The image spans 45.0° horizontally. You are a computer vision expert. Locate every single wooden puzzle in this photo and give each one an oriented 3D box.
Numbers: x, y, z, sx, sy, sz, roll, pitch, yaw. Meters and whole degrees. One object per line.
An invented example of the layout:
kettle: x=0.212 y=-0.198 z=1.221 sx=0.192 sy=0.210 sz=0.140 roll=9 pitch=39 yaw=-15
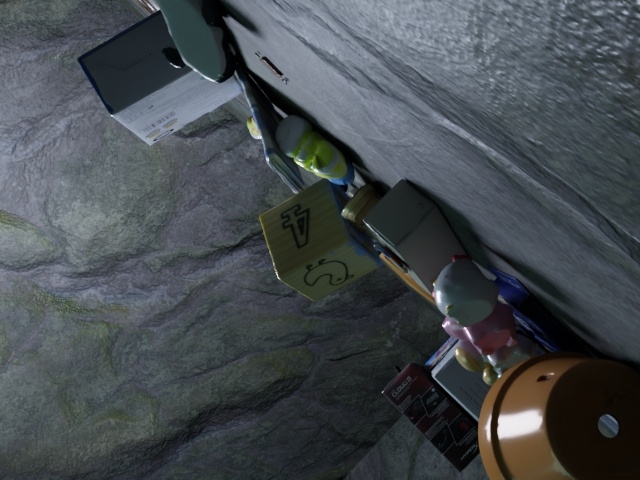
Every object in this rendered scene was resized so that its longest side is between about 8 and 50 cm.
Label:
wooden puzzle: x=0.132 y=0.032 z=1.429 sx=0.078 sy=0.014 sz=0.116 roll=40 pitch=179 yaw=7
wooden puzzle: x=-0.094 y=-0.330 z=1.477 sx=0.083 sy=0.006 sz=0.049 roll=43 pitch=179 yaw=-17

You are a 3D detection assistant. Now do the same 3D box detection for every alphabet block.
alphabet block: x=0.000 y=0.000 z=1.838 sx=0.192 sy=0.197 sz=0.194 roll=38 pitch=-152 yaw=-53

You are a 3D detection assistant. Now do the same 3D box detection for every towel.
towel: x=-0.120 y=-0.257 z=1.816 sx=0.209 sy=0.034 sz=0.285 roll=46 pitch=-160 yaw=-62

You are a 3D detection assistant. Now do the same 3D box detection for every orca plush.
orca plush: x=-0.234 y=-0.402 z=1.423 sx=0.287 sy=0.151 sz=0.102 roll=40 pitch=-151 yaw=21

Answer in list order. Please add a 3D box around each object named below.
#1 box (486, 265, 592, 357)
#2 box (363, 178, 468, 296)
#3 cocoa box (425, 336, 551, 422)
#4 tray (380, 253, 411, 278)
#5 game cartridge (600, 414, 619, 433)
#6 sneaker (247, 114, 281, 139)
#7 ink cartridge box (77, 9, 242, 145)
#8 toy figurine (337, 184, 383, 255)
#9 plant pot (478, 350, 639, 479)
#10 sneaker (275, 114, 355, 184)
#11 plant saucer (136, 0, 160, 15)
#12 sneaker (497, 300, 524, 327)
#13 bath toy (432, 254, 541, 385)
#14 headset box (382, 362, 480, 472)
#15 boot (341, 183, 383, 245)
box: x=0.392 y=0.141 z=1.424 sx=0.225 sy=0.036 sz=0.136 roll=45 pitch=178 yaw=-15
box: x=0.188 y=0.003 z=1.463 sx=0.094 sy=0.113 sz=0.275 roll=44 pitch=178 yaw=33
cocoa box: x=0.462 y=0.356 z=1.889 sx=0.347 sy=0.231 sz=0.228 roll=43 pitch=-179 yaw=2
tray: x=0.308 y=0.112 z=2.273 sx=0.203 sy=0.076 sz=0.411 roll=43 pitch=178 yaw=-23
game cartridge: x=0.615 y=0.364 z=1.541 sx=0.297 sy=0.062 sz=0.198 roll=42 pitch=-177 yaw=37
sneaker: x=-0.155 y=-0.329 z=2.119 sx=0.094 sy=0.081 sz=0.208 roll=52 pitch=168 yaw=-31
ink cartridge box: x=-0.337 y=-0.358 z=1.736 sx=0.151 sy=0.269 sz=0.395 roll=60 pitch=179 yaw=5
toy figurine: x=0.090 y=-0.057 z=2.063 sx=0.209 sy=0.148 sz=0.213 roll=37 pitch=180 yaw=-28
plant pot: x=0.419 y=0.308 z=1.232 sx=0.291 sy=0.291 sz=0.203 roll=43 pitch=163 yaw=10
sneaker: x=-0.008 y=-0.187 z=1.710 sx=0.126 sy=0.091 sz=0.240 roll=35 pitch=-170 yaw=-45
plant saucer: x=-0.412 y=-0.590 z=1.859 sx=0.310 sy=0.050 sz=0.310 roll=42 pitch=179 yaw=1
sneaker: x=0.337 y=0.121 z=1.608 sx=0.092 sy=0.087 sz=0.228 roll=51 pitch=168 yaw=-25
bath toy: x=0.291 y=0.149 z=1.395 sx=0.348 sy=0.151 sz=0.129 roll=51 pitch=-155 yaw=-43
headset box: x=0.287 y=0.426 z=1.935 sx=0.293 sy=0.110 sz=0.218 roll=44 pitch=-177 yaw=19
boot: x=0.159 y=-0.021 z=1.737 sx=0.203 sy=0.095 sz=0.262 roll=44 pitch=-174 yaw=16
